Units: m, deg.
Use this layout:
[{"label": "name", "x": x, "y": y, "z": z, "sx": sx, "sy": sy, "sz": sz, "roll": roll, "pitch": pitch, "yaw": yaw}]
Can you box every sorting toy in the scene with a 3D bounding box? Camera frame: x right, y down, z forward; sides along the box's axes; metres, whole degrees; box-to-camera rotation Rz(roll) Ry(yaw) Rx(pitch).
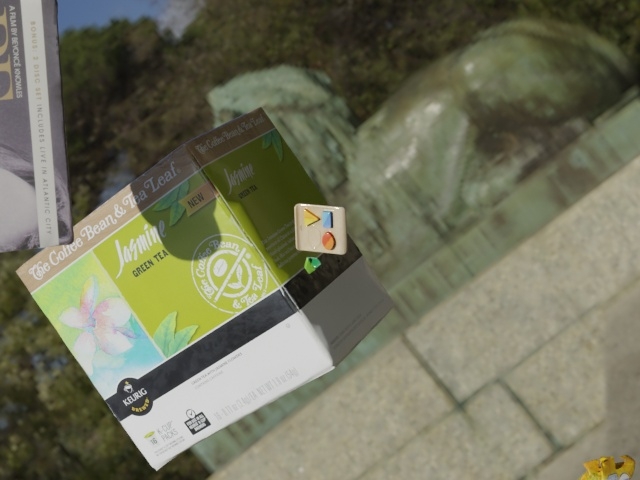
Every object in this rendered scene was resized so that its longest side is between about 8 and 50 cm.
[{"label": "sorting toy", "x": 0.000, "y": 0.000, "z": 1.442, "sx": 0.062, "sy": 0.083, "sz": 0.012, "roll": 4, "pitch": 19, "yaw": 19}]

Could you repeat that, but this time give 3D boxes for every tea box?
[{"label": "tea box", "x": -0.146, "y": 0.061, "z": 1.611, "sx": 0.329, "sy": 0.323, "sz": 0.220, "roll": -34, "pitch": 1, "yaw": 29}]

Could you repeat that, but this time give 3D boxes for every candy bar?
[{"label": "candy bar", "x": 0.157, "y": 0.188, "z": 0.829, "sx": 0.040, "sy": 0.018, "sz": 0.161, "roll": -2, "pitch": -39, "yaw": -27}]

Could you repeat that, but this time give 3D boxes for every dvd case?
[{"label": "dvd case", "x": -0.262, "y": -0.062, "z": 0.735, "sx": 0.221, "sy": 0.164, "sz": 0.018, "roll": -7, "pitch": 24, "yaw": -19}]
